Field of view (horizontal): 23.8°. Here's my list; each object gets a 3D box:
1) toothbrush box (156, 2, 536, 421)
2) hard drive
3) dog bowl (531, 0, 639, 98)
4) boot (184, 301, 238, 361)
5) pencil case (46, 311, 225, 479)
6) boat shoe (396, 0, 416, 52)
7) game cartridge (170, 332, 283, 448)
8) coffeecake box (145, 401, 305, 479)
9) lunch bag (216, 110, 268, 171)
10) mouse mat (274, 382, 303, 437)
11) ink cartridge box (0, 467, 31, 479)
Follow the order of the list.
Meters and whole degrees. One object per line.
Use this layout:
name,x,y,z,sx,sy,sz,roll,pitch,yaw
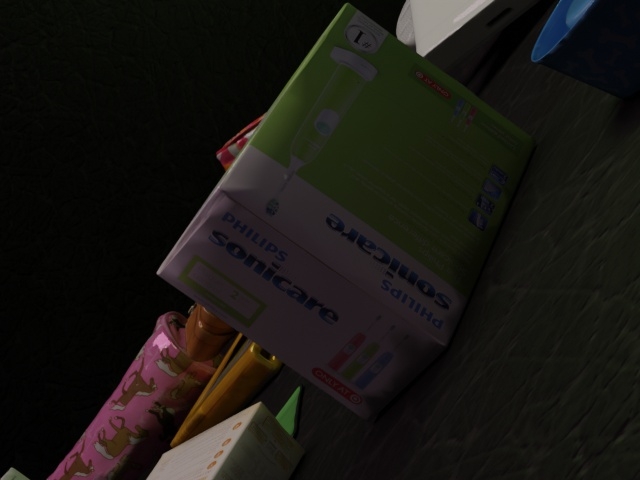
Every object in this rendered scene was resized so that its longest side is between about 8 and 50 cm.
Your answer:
toothbrush box,0.030,-0.030,1.228,0.122,0.206,0.283,-50,7,41
hard drive,0.204,-0.395,1.935,0.233,0.047,0.353,-37,38,30
dog bowl,0.266,-0.225,1.060,0.297,0.074,0.166,-54,5,21
boot,-0.128,0.072,2.047,0.220,0.109,0.283,-52,2,19
pencil case,-0.284,0.300,2.325,0.386,0.167,0.160,-54,46,9
boat shoe,0.245,-0.365,2.016,0.335,0.119,0.121,-46,37,17
game cartridge,-0.080,0.132,2.102,0.323,0.053,0.285,-47,9,51
coffeecake box,-0.113,0.243,1.326,0.142,0.068,0.185,-31,15,36
lunch bag,0.019,-0.157,2.114,0.293,0.120,0.258,-30,-1,21
mouse mat,-0.065,0.230,1.563,0.152,0.007,0.189,-54,4,10
ink cartridge box,-0.312,0.383,1.699,0.154,0.212,0.093,-54,2,26
